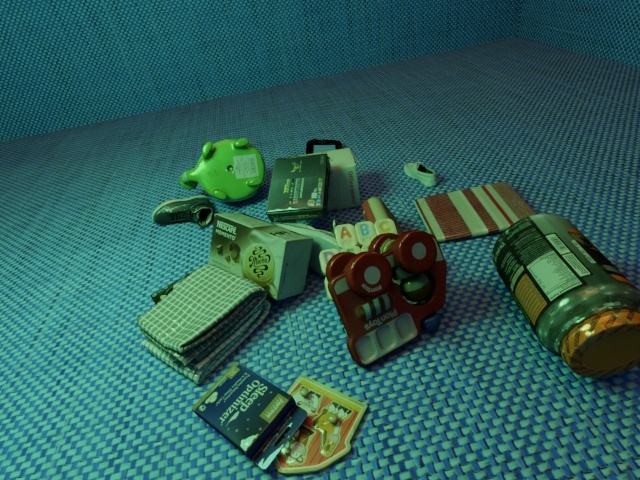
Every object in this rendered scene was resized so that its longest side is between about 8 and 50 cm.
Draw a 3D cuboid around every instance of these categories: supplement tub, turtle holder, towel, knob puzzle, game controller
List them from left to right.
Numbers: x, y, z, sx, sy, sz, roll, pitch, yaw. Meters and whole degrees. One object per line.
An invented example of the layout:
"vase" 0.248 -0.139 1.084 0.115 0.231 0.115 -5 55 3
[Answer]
"towel" -0.304 0.192 1.039 0.235 0.121 0.284 19 45 35
"turtle holder" -0.372 -0.250 1.584 0.320 0.243 0.227 -39 4 -5
"knob puzzle" -0.025 0.372 0.804 0.213 0.030 0.213 -6 36 5
"game controller" 0.019 -0.374 1.772 0.167 0.067 0.319 -7 37 4
"towel" 0.495 -0.091 1.302 0.329 0.037 0.237 -11 38 2
"supplement tub" 0.536 0.108 0.876 0.207 0.207 0.338 -8 37 3

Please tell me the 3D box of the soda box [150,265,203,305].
"soda box" -0.401 0.147 1.174 0.169 0.060 0.053 -33 43 -28

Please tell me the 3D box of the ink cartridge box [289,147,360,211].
"ink cartridge box" 0.016 -0.216 1.470 0.233 0.171 0.168 -9 36 1

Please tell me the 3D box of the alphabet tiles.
"alphabet tiles" 0.146 0.073 1.045 0.284 0.021 0.277 -8 66 -8

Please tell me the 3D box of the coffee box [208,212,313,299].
"coffee box" -0.180 0.034 1.158 0.297 0.168 0.119 21 17 35

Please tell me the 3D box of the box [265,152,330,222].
"box" -0.067 -0.170 1.285 0.184 0.059 0.232 -3 56 14

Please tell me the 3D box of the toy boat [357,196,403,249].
"toy boat" 0.163 -0.015 1.218 0.151 0.151 0.231 -36 32 17

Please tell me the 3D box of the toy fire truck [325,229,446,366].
"toy fire truck" 0.169 0.121 0.941 0.302 0.253 0.169 -23 5 -18

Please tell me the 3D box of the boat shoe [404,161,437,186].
"boat shoe" 0.383 -0.268 1.542 0.066 0.063 0.184 -17 37 -10

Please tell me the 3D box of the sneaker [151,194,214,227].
"sneaker" -0.514 -0.096 1.508 0.226 0.086 0.163 -21 35 -17

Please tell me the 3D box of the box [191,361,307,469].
"box" -0.149 0.351 0.831 0.225 0.036 0.136 15 46 39

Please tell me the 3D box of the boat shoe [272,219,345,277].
"boat shoe" 0.000 0.008 1.227 0.367 0.135 0.156 16 33 41
